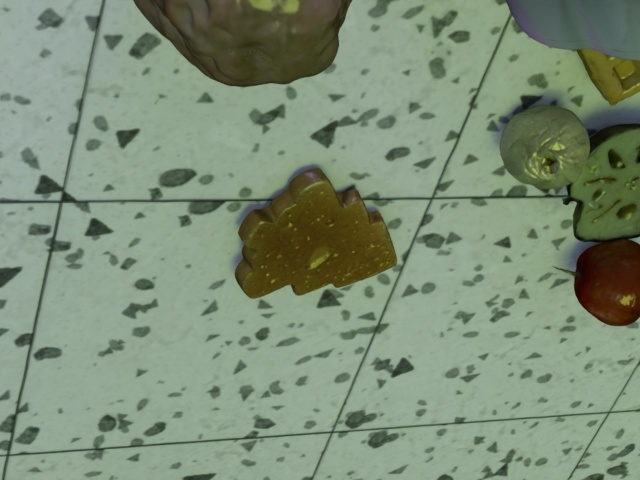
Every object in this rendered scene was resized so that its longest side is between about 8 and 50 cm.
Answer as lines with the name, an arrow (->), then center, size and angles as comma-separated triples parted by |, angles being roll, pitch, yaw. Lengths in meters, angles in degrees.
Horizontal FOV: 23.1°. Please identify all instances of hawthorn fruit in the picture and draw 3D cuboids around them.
hawthorn fruit -> 0.416, 0.060, 2.245 | 0.140, 0.125, 0.125 | -8, 145, 22

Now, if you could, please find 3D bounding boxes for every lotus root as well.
lotus root -> 0.400, -0.089, 2.104 | 0.203, 0.078, 0.183 | 1, 124, -30

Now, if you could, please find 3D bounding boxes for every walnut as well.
walnut -> -0.072, -0.286, 1.538 | 0.227, 0.273, 0.273 | 12, 140, 13

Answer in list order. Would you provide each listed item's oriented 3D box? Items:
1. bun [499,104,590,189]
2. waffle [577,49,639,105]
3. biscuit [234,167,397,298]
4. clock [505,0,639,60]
bun -> 0.284, -0.116, 1.995 | 0.115, 0.069, 0.115 | 4, 110, 10
waffle -> 0.417, -0.293, 1.898 | 0.248, 0.055, 0.221 | -31, 139, 10
biscuit -> 0.000, 0.000, 2.053 | 0.238, 0.041, 0.212 | 12, 124, -33
clock -> 0.329, -0.341, 1.587 | 0.338, 0.338, 0.102 | -29, 137, 8
